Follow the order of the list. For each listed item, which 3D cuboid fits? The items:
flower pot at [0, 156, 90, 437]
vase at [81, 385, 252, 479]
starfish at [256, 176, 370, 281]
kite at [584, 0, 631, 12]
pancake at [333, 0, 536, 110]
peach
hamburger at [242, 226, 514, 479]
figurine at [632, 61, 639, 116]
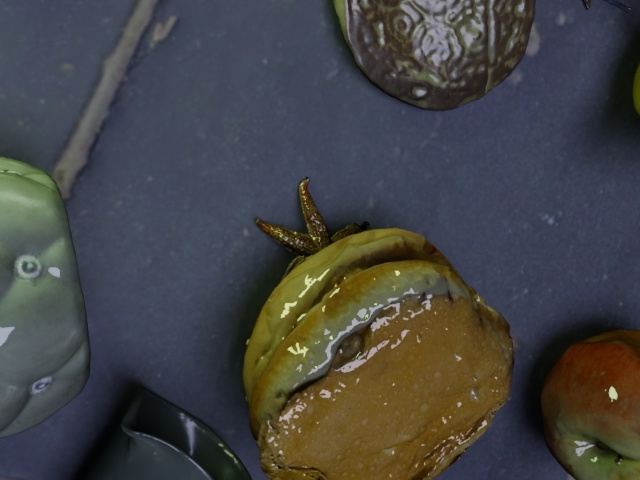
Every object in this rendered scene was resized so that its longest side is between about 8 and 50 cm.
[{"bbox_3d":[-0.294,0.046,0.648,0.195,0.246,0.246,-11,110,-21],"label":"flower pot"},{"bbox_3d":[-0.197,0.310,0.836,0.301,0.156,0.251,-51,144,4],"label":"vase"},{"bbox_3d":[0.002,0.000,0.874,0.130,0.041,0.133,-15,112,-21],"label":"starfish"},{"bbox_3d":[0.319,-0.352,0.924,0.160,0.010,0.182,10,101,-26],"label":"kite"},{"bbox_3d":[0.122,-0.257,0.853,0.250,0.031,0.250,-7,109,-23],"label":"pancake"},{"bbox_3d":[0.399,0.215,1.040,0.236,0.214,0.214,-20,114,-37],"label":"peach"},{"bbox_3d":[0.053,0.140,0.860,0.319,0.158,0.318,-14,119,-26],"label":"hamburger"},{"bbox_3d":[0.477,-0.152,0.966,0.327,0.169,0.218,12,96,-27],"label":"figurine"}]
